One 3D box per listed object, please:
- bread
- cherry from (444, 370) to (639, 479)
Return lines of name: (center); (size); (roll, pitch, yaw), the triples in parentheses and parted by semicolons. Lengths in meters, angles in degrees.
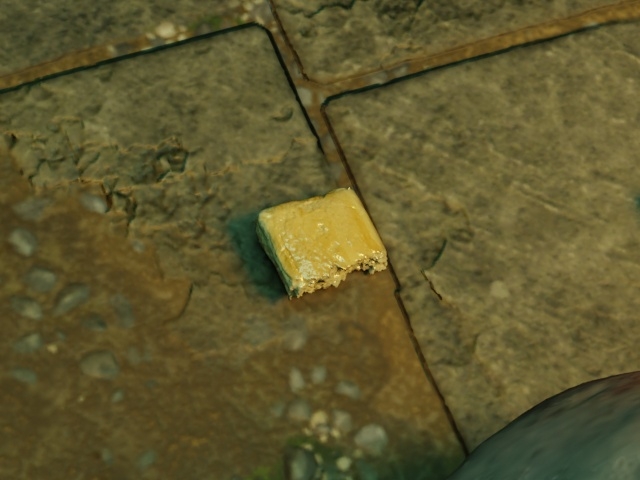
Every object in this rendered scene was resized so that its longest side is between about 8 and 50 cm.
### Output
bread: (0.000, 0.000, 1.194); (0.083, 0.035, 0.070); (-21, 67, -23)
cherry: (0.184, 0.223, 0.942); (0.291, 0.335, 0.326); (41, 82, -6)
